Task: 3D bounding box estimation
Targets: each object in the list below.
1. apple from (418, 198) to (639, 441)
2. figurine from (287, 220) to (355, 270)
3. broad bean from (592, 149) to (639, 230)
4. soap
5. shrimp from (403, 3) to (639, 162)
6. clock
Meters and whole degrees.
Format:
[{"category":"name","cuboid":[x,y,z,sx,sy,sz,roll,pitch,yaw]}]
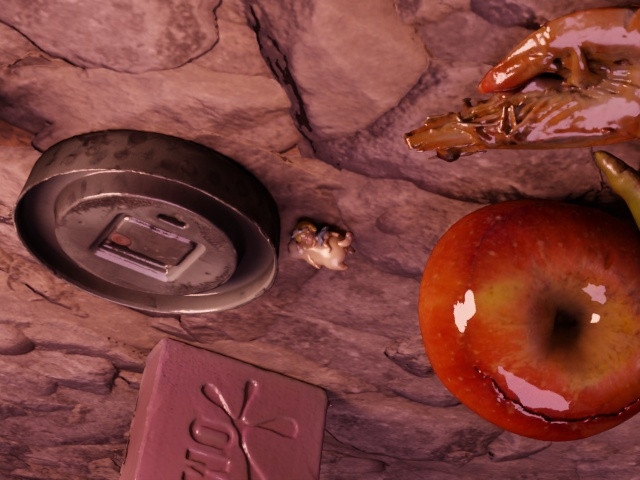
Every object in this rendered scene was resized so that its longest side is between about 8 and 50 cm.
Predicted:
[{"category":"apple","cuboid":[0.238,0.083,1.092,0.272,0.251,0.206,1,176,-6]},{"category":"figurine","cuboid":[0.000,0.000,1.202,0.083,0.047,0.050,9,133,12]},{"category":"broad bean","cuboid":[0.396,0.022,1.012,0.339,0.061,0.077,33,173,-6]},{"category":"soap","cuboid":[-0.141,0.324,1.500,0.285,0.296,0.107,20,146,-21]},{"category":"shrimp","cuboid":[0.199,-0.135,0.923,0.287,0.063,0.152,-10,141,21]},{"category":"clock","cuboid":[-0.198,-0.012,1.201,0.313,0.061,0.312,6,147,4]}]
